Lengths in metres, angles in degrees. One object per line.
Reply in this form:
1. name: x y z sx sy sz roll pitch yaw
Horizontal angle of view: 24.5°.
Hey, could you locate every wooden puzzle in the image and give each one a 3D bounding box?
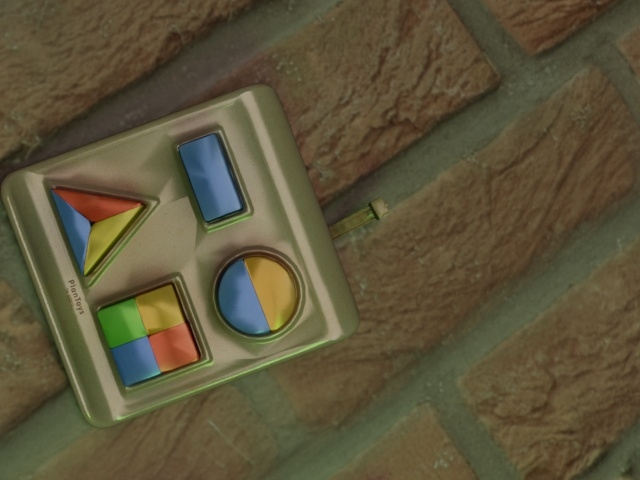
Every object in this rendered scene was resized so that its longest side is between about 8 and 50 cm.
1. wooden puzzle: -0.160 0.016 1.716 0.348 0.080 0.322 -20 90 -6

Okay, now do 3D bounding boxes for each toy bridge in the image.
1. toy bridge: 0.000 0.000 1.805 0.188 0.063 0.026 -28 92 -6
